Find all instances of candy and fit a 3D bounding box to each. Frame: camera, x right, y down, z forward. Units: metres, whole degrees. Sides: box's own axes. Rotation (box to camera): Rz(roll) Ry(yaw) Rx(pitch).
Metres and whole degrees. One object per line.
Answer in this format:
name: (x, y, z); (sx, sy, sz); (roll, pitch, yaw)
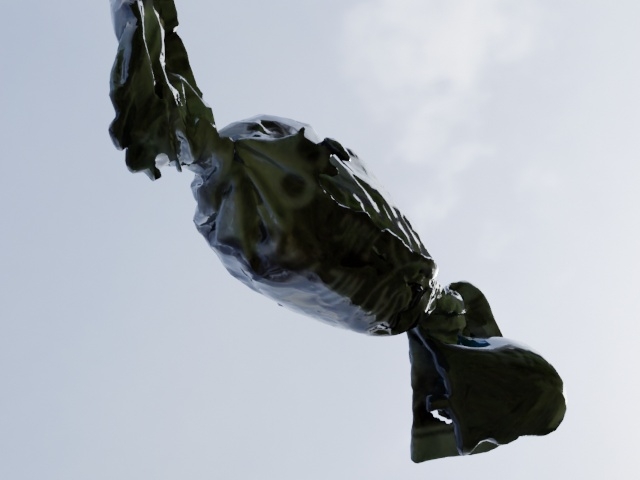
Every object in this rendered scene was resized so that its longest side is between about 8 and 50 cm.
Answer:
candy: (0.000, 0.000, 0.561); (0.226, 0.051, 0.094); (43, -171, -48)
